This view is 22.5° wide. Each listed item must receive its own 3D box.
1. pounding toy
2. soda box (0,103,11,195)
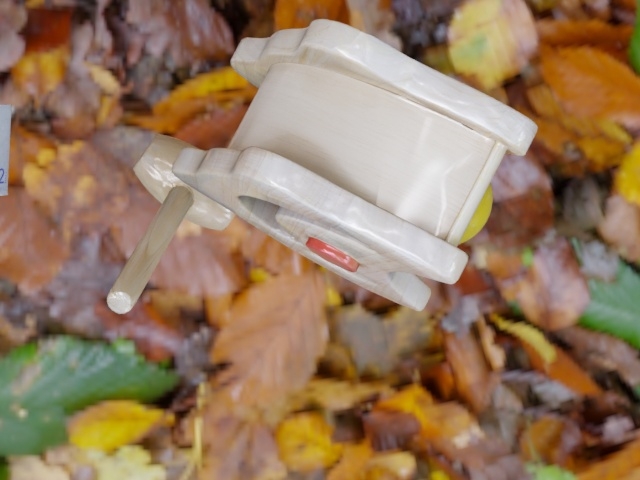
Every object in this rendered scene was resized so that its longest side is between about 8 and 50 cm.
[{"bbox_3d":[0.000,0.000,0.783,0.154,0.269,0.155,30,83,-17],"label":"pounding toy"},{"bbox_3d":[-0.413,-0.086,1.532,0.091,0.286,0.098,7,99,24],"label":"soda box"}]
